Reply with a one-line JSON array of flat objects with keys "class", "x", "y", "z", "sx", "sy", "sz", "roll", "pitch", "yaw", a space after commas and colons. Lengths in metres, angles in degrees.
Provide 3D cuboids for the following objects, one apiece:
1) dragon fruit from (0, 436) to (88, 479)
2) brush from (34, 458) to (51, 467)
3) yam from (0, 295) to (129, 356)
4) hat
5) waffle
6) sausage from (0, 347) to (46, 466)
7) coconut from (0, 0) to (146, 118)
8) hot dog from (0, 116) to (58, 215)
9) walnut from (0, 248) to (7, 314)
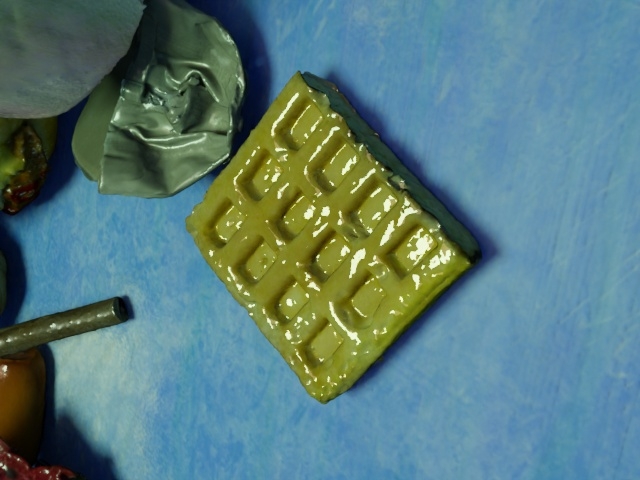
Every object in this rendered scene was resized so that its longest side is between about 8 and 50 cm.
[{"class": "dragon fruit", "x": -0.353, "y": 0.400, "z": 0.889, "sx": 0.329, "sy": 0.286, "sz": 0.228, "roll": 9, "pitch": 61, "yaw": -4}, {"class": "brush", "x": -0.350, "y": 0.345, "z": 0.939, "sx": 0.164, "sy": 0.014, "sz": 0.051, "roll": 16, "pitch": 103, "yaw": 31}, {"class": "yam", "x": -0.399, "y": 0.128, "z": 0.869, "sx": 0.327, "sy": 0.045, "sz": 0.045, "roll": -16, "pitch": 44, "yaw": 14}, {"class": "hat", "x": -0.179, "y": -0.162, "z": 0.739, "sx": 0.214, "sy": 0.149, "sz": 0.245, "roll": -70, "pitch": 24, "yaw": 13}, {"class": "waffle", "x": 0.000, "y": 0.000, "z": 0.647, "sx": 0.248, "sy": 0.055, "sz": 0.221, "roll": 50, "pitch": 119, "yaw": 17}, {"class": "sausage", "x": -0.427, "y": 0.241, "z": 0.938, "sx": 0.076, "sy": 0.076, "sz": 0.197, "roll": 15, "pitch": 105, "yaw": 31}, {"class": "coconut", "x": -0.311, "y": -0.260, "z": 0.596, "sx": 0.297, "sy": 0.309, "sz": 0.297, "roll": 4, "pitch": 101, "yaw": 19}, {"class": "hot dog", "x": -0.500, "y": -0.124, "z": 0.859, "sx": 0.405, "sy": 0.185, "sz": 0.223, "roll": 10, "pitch": 132, "yaw": 30}, {"class": "walnut", "x": -0.515, "y": 0.066, "z": 0.932, "sx": 0.184, "sy": 0.155, "sz": 0.155, "roll": -43, "pitch": 73, "yaw": 28}]
